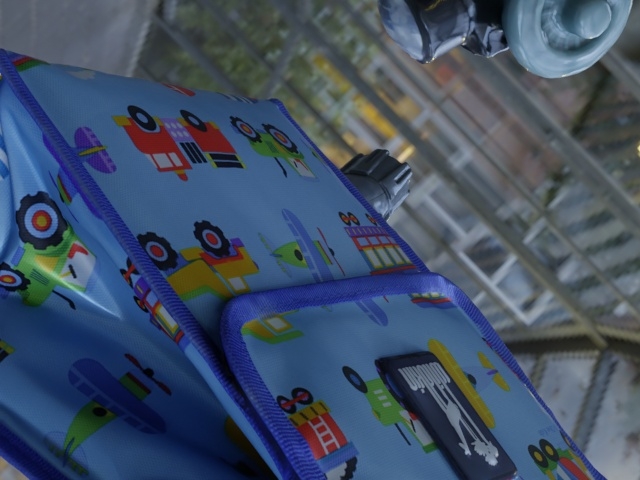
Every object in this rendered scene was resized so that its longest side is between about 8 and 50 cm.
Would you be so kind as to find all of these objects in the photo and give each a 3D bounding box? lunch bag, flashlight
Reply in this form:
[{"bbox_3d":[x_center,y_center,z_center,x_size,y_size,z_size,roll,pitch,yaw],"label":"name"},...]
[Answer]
[{"bbox_3d":[-0.009,0.069,0.521,0.138,0.293,0.221,-54,159,17],"label":"lunch bag"},{"bbox_3d":[0.000,0.000,1.381,0.304,0.103,0.103,-43,157,-41],"label":"flashlight"}]

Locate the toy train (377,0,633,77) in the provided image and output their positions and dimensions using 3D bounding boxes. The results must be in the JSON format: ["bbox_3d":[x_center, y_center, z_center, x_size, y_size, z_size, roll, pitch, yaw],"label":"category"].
[{"bbox_3d":[0.161,-0.224,0.653,0.334,0.190,0.142,-30,-143,-9],"label":"toy train"}]
